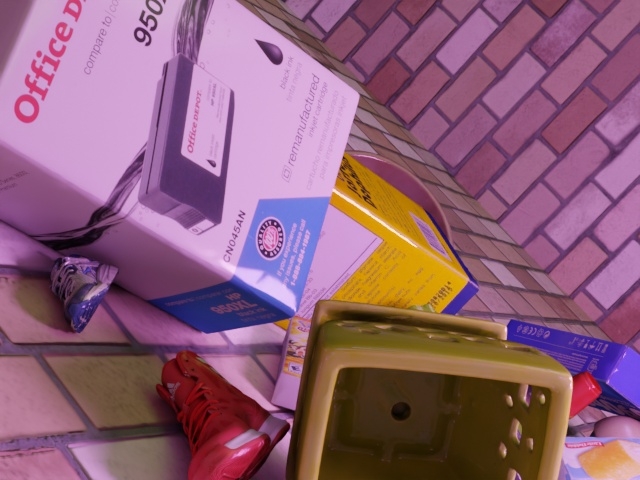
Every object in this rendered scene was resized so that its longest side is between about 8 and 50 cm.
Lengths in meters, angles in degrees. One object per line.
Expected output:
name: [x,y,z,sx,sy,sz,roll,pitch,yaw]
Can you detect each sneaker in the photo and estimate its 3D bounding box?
sneaker: [-0.110,0.167,1.134,0.128,0.087,0.221,36,1,8]
sneaker: [-0.234,0.045,1.198,0.058,0.052,0.135,31,8,-8]

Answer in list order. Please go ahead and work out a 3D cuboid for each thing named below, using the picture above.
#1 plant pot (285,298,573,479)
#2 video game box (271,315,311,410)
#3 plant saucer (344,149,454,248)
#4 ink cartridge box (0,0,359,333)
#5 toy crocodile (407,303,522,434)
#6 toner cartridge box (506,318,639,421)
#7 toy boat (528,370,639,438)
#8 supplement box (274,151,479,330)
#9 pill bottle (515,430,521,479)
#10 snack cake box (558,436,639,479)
plant pot: [0.083,0.179,1.179,0.227,0.228,0.207,7,14,-9]
video game box: [0.052,0.164,1.466,0.205,0.048,0.187,17,14,-3]
plant saucer: [0.076,-0.011,1.935,0.277,0.041,0.278,13,59,-22]
ink cartridge box: [-0.177,-0.118,1.292,0.395,0.166,0.285,33,61,-33]
toy crocodile: [0.202,0.203,1.667,0.340,0.105,0.115,48,10,-40]
toner cartridge box: [0.462,0.229,2.198,0.165,0.075,0.348,37,-11,-21]
toy boat: [0.454,0.350,2.031,0.318,0.148,0.267,47,17,-16]
supplement box: [0.000,0.000,1.650,0.356,0.194,0.195,34,17,-34]
pill bottle: [0.193,0.299,1.435,0.130,0.130,0.246,38,15,-20]
snack cake box: [0.406,0.323,1.529,0.264,0.152,0.089,1,26,-6]
